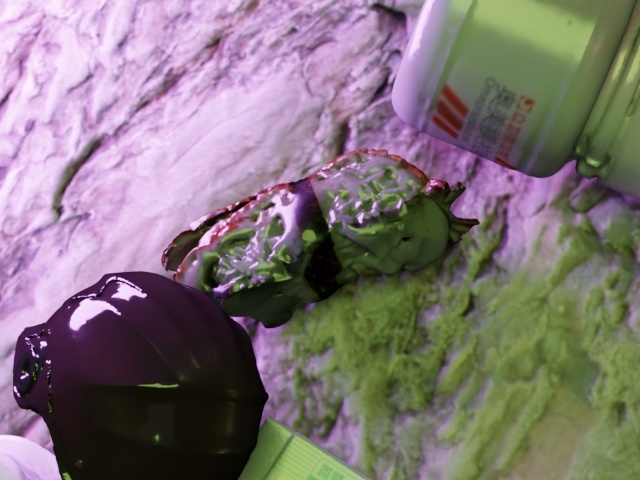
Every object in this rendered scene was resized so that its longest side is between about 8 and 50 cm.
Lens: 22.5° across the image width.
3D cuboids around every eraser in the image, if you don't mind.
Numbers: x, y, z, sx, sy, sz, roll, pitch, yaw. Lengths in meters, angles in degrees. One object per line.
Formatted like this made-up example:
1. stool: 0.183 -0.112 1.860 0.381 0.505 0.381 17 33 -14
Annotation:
1. eraser: 0.017 0.280 1.656 0.225 0.052 0.096 31 79 14

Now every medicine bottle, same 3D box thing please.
1. medicine bottle: 0.261 -0.186 1.689 0.324 0.256 0.256 23 74 3

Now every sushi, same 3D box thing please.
1. sushi: 0.000 0.000 1.720 0.332 0.124 0.130 -24 59 -1

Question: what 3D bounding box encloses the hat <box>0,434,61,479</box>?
1. hat: -0.346 0.283 1.649 0.203 0.126 0.203 -1 67 2

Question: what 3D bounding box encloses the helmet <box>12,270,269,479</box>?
1. helmet: -0.169 0.127 1.605 0.177 0.225 0.305 -56 49 28
